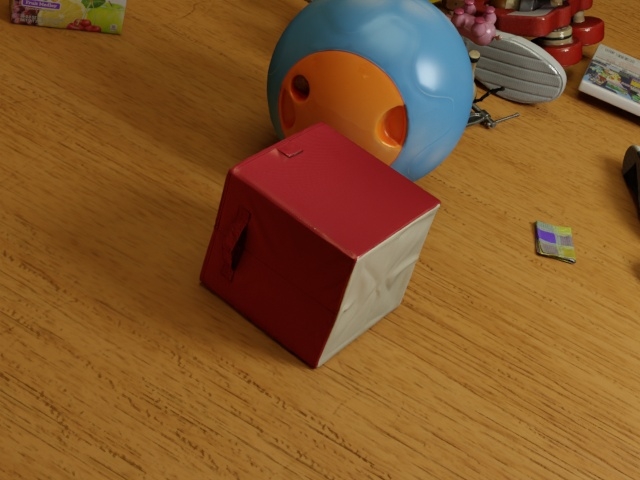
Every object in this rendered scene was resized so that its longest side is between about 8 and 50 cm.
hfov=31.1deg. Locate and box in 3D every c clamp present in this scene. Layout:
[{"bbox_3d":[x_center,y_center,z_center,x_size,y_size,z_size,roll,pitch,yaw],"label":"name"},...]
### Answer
[{"bbox_3d":[0.229,-0.230,1.920,0.137,0.022,0.160,-23,53,-33],"label":"c clamp"}]

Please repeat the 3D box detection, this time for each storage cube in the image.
[{"bbox_3d":[0.000,0.000,1.396,0.193,0.184,0.215,36,40,21],"label":"storage cube"}]

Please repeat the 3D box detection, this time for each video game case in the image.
[{"bbox_3d":[0.577,-0.276,2.080,0.201,0.023,0.183,26,37,8],"label":"video game case"}]

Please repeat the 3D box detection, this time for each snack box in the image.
[{"bbox_3d":[-0.378,-0.426,1.756,0.174,0.207,0.070,2,40,-20],"label":"snack box"}]

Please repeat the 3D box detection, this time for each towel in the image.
[{"bbox_3d":[0.343,0.001,1.682,0.060,0.009,0.083,14,37,-4],"label":"towel"}]

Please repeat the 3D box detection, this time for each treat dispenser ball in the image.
[{"bbox_3d":[0.068,-0.211,1.602,0.288,0.288,0.288,12,38,-9],"label":"treat dispenser ball"}]

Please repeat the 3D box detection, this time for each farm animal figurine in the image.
[{"bbox_3d":[0.122,-0.325,1.876,0.326,0.172,0.330,-1,50,2],"label":"farm animal figurine"}]

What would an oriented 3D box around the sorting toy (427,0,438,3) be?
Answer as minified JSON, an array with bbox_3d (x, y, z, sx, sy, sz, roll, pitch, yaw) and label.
[{"bbox_3d":[0.235,-0.524,2.202,0.229,0.041,0.307,-1,31,22],"label":"sorting toy"}]

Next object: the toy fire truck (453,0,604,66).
[{"bbox_3d":[0.386,-0.441,2.161,0.254,0.169,0.302,9,30,30],"label":"toy fire truck"}]

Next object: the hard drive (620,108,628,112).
[{"bbox_3d":[0.613,-0.245,2.095,0.135,0.022,0.094,18,37,0],"label":"hard drive"}]

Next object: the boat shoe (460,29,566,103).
[{"bbox_3d":[0.291,-0.332,2.003,0.302,0.109,0.094,25,36,14],"label":"boat shoe"}]

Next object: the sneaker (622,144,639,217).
[{"bbox_3d":[0.581,-0.070,1.807,0.163,0.086,0.226,10,37,-7],"label":"sneaker"}]
